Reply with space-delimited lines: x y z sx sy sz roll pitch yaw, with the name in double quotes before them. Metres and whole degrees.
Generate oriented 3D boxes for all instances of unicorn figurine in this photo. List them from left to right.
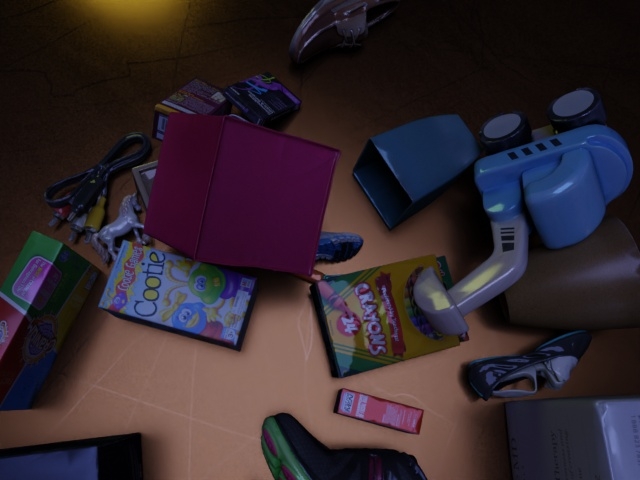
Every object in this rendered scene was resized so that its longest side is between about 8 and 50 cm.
"unicorn figurine" -0.421 -0.028 1.300 0.162 0.060 0.111 -39 100 -30

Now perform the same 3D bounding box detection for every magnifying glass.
"magnifying glass" 0.027 0.095 1.318 0.230 0.026 0.092 22 75 3

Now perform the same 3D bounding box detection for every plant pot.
"plant pot" 0.225 -0.171 1.337 0.234 0.165 0.166 -29 79 -19
"plant pot" 0.508 0.093 1.265 0.254 0.237 0.237 -14 76 8

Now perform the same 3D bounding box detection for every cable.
"cable" -0.496 -0.132 1.341 0.139 0.072 0.287 25 63 7

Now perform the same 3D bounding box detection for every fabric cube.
"fabric cube" -0.155 -0.091 1.158 0.259 0.258 0.254 11 93 -36

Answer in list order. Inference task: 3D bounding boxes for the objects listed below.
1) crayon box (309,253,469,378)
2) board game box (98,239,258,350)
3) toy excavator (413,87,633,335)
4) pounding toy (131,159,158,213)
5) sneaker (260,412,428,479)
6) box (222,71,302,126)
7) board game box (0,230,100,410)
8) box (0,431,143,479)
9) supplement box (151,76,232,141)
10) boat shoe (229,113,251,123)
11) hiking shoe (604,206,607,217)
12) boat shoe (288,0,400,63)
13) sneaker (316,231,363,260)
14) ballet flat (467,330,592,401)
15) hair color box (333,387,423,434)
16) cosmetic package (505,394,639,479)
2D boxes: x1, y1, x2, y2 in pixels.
"crayon box" 0.157 0.150 1.265 0.318 0.081 0.202 -13 81 -13
"board game box" -0.279 0.117 1.230 0.275 0.144 0.142 16 74 0
"toy excavator" 0.400 -0.047 1.196 0.432 0.222 0.445 -17 38 26
"pounding toy" -0.300 -0.138 1.329 0.205 0.094 0.181 -20 72 -18
"sneaker" 0.090 0.482 1.163 0.482 0.185 0.202 36 58 3
"box" -0.130 -0.324 1.374 0.116 0.029 0.162 42 43 7
"board game box" -0.553 0.163 1.151 0.064 0.242 0.317 22 76 2
"box" -0.511 0.451 1.038 0.342 0.312 0.179 -6 75 -5
"supplement box" -0.276 -0.276 1.320 0.104 0.081 0.188 24 37 3
"boat shoe" -0.130 -0.200 1.360 0.226 0.076 0.083 33 76 5
"hiking shoe" 0.599 -0.132 1.384 0.114 0.086 0.227 15 75 -3
"boat shoe" 0.063 -0.524 1.440 0.324 0.123 0.116 -42 83 -11
"sneaker" 0.000 0.000 1.323 0.190 0.071 0.083 -5 43 -17
"ballet flat" 0.449 0.273 1.259 0.280 0.095 0.096 -17 53 0
"hair color box" 0.115 0.346 1.220 0.167 0.093 0.054 14 74 0
"cosmetic package" 0.569 0.444 1.067 0.327 0.394 0.330 -1 75 -5
